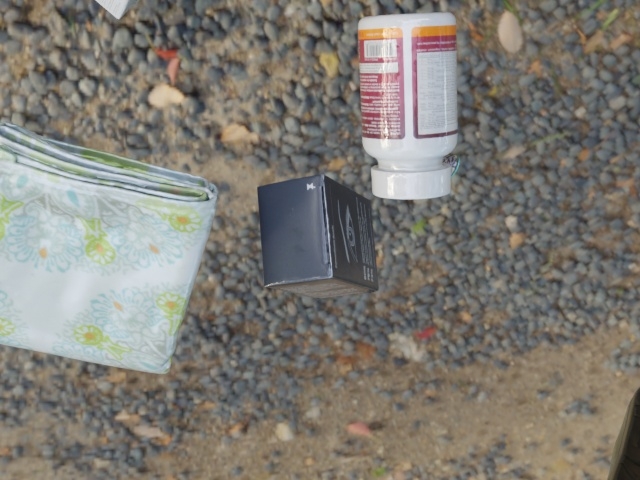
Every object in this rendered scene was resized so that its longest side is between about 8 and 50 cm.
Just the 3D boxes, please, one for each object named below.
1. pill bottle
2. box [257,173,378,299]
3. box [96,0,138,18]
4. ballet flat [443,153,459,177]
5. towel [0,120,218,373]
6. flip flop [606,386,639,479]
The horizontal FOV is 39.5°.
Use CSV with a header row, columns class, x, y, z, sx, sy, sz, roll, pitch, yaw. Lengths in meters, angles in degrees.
class,x,y,z,sx,sy,sz,roll,pitch,yaw
pill bottle,0.110,-0.168,1.110,0.121,0.121,0.221,-5,103,-10
box,0.000,0.000,1.334,0.108,0.153,0.207,-9,167,22
box,-0.256,-0.369,1.169,0.087,0.101,0.102,41,145,-8
ballet flat,0.157,-0.092,1.251,0.041,0.041,0.114,0,164,-14
towel,-0.334,0.031,1.253,0.321,0.090,0.374,15,127,-9
flip flop,0.306,0.211,0.786,0.112,0.277,0.080,27,122,20
